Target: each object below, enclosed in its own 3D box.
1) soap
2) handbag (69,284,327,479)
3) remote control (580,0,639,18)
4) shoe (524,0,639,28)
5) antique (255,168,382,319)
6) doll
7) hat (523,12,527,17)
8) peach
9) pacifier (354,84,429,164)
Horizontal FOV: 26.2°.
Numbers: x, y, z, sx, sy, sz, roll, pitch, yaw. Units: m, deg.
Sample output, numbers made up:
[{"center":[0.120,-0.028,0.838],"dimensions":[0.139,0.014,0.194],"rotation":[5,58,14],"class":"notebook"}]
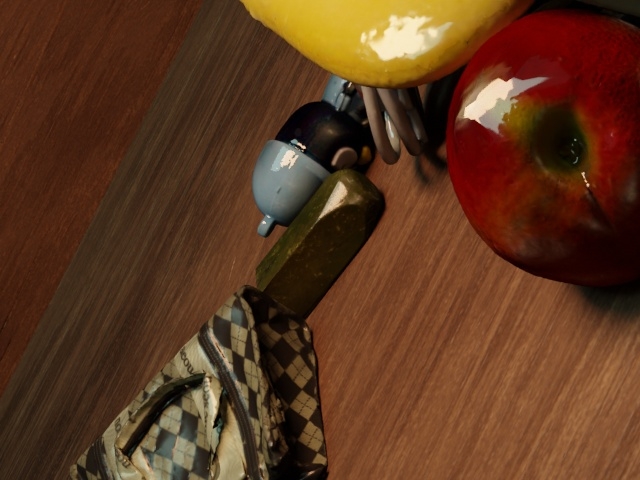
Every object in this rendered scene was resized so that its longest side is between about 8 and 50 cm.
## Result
[{"center":[0.098,-0.310,1.580],"dimensions":[0.306,0.115,0.427],"rotation":[-41,37,-9],"class":"soap"},{"center":[-0.162,0.308,1.855],"dimensions":[0.416,0.180,0.316],"rotation":[-48,34,21],"class":"handbag"},{"center":[0.272,-0.245,1.357],"dimensions":[0.123,0.285,0.038],"rotation":[-119,45,-68],"class":"remote control"},{"center":[0.344,-0.314,1.517],"dimensions":[0.336,0.132,0.171],"rotation":[-46,17,41],"class":"shoe"},{"center":[0.000,0.000,1.943],"dimensions":[0.221,0.081,0.080],"rotation":[-52,25,24],"class":"antique"},{"center":[0.003,-0.134,2.024],"dimensions":[0.314,0.141,0.177],"rotation":[-54,-11,-7],"class":"doll"},{"center":[0.254,-0.341,1.689],"dimensions":[0.166,0.144,0.173],"rotation":[-58,18,14],"class":"hat"},{"center":[0.259,-0.094,1.382],"dimensions":[0.281,0.281,0.338],"rotation":[-58,-11,10],"class":"peach"},{"center":[0.148,-0.247,1.795],"dimensions":[0.233,0.299,0.244],"rotation":[-20,72,9],"class":"pacifier"}]
